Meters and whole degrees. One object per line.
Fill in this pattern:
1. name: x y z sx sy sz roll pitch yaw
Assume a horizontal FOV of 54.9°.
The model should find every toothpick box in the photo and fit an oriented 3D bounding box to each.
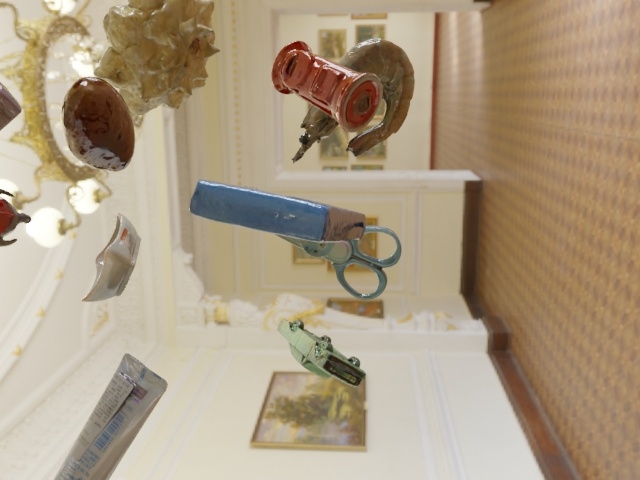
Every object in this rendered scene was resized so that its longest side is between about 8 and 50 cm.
1. toothpick box: 0.002 -0.121 0.477 0.047 0.083 0.047 -35 -37 -31

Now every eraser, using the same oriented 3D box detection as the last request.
1. eraser: -0.032 -0.033 0.750 0.312 0.144 0.042 -5 -73 -78

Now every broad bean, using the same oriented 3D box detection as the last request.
1. broad bean: -0.328 -0.168 0.901 0.165 0.085 0.114 88 -167 -74

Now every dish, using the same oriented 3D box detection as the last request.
1. dish: -0.470 0.046 1.419 0.151 0.077 0.212 -58 22 18

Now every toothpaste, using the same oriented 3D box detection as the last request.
1. toothpaste: -0.354 0.333 0.982 0.299 0.114 0.073 -60 -35 -8

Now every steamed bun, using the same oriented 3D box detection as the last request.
1. steamed bun: -0.302 -0.373 1.230 0.295 0.137 0.292 -47 -24 -41

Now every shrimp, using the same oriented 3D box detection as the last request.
1. shrimp: 0.061 -0.210 1.017 0.254 0.145 0.059 -60 10 -1

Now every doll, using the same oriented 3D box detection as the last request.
1. doll: -0.606 -0.042 1.092 0.195 0.062 0.104 2 -125 -55

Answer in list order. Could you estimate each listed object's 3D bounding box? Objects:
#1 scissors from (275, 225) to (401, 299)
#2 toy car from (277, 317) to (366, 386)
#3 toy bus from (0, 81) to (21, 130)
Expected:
1. scissors: 0.000 0.000 0.998 0.030 0.256 0.125 -65 -1 -74
2. toy car: -0.005 0.302 1.646 0.097 0.141 0.321 -58 26 -4
3. toy bus: -0.497 -0.152 0.855 0.172 0.072 0.057 -48 -35 -13
